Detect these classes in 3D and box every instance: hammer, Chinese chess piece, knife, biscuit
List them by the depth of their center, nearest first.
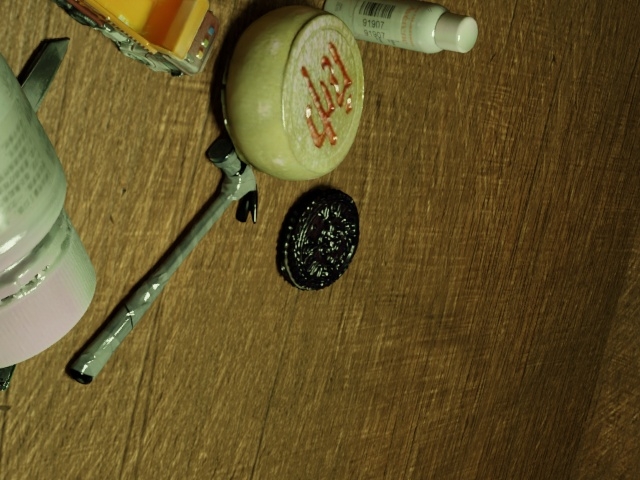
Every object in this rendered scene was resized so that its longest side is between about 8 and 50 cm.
[{"bbox_3d":[-0.382,-0.169,1.370,0.230,0.028,0.060,-62,155,-16],"label":"knife"},{"bbox_3d":[-0.238,0.039,1.631,0.427,0.044,0.152,-51,140,-22],"label":"hammer"},{"bbox_3d":[-0.037,-0.228,1.673,0.270,0.112,0.270,-24,118,-55],"label":"Chinese chess piece"},{"bbox_3d":[0.000,0.000,1.901,0.194,0.053,0.194,-24,123,-43],"label":"biscuit"}]

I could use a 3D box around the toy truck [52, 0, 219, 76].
[{"bbox_3d":[-0.243,-0.311,1.380,0.270,0.135,0.114,33,79,-53],"label":"toy truck"}]

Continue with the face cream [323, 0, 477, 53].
[{"bbox_3d":[0.128,-0.349,1.722,0.082,0.269,0.082,-24,123,-44],"label":"face cream"}]

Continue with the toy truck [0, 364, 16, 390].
[{"bbox_3d":[-0.459,0.147,1.364,0.147,0.079,0.065,24,86,-53],"label":"toy truck"}]

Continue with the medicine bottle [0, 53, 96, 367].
[{"bbox_3d":[-0.406,-0.037,1.197,0.256,0.256,0.324,-47,137,-28],"label":"medicine bottle"}]
